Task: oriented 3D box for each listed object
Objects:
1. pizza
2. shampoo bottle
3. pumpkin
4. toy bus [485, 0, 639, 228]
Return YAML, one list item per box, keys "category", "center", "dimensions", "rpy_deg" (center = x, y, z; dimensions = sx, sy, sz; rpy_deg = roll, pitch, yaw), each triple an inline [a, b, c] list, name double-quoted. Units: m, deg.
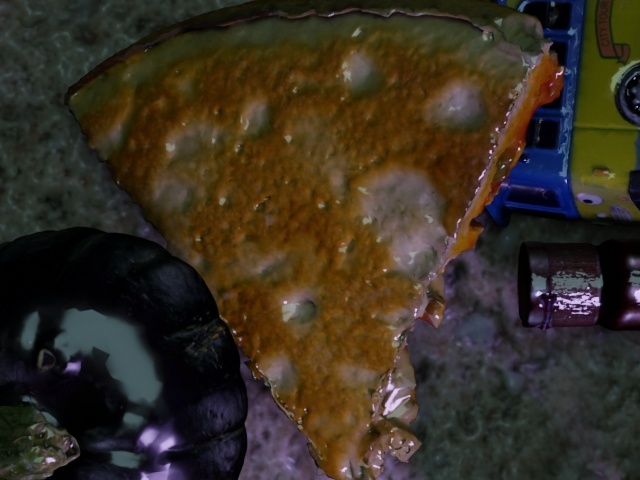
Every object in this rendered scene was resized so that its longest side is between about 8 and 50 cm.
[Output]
- category: "pizza"
  center: [0.000, 0.000, 1.514]
  dimensions: [0.440, 0.130, 0.406]
  rpy_deg: [-4, 93, 27]
- category: "shampoo bottle"
  center: [0.330, 0.038, 1.547]
  dimensions: [0.323, 0.129, 0.084]
  rpy_deg: [0, 88, -4]
- category: "pumpkin"
  center: [-0.210, 0.142, 1.422]
  dimensions: [0.295, 0.296, 0.296]
  rpy_deg: [0, 78, -2]
- category: "toy bus"
  center: [0.228, -0.156, 1.560]
  dimensions: [0.175, 0.138, 0.288]
  rpy_deg: [4, 77, 16]
